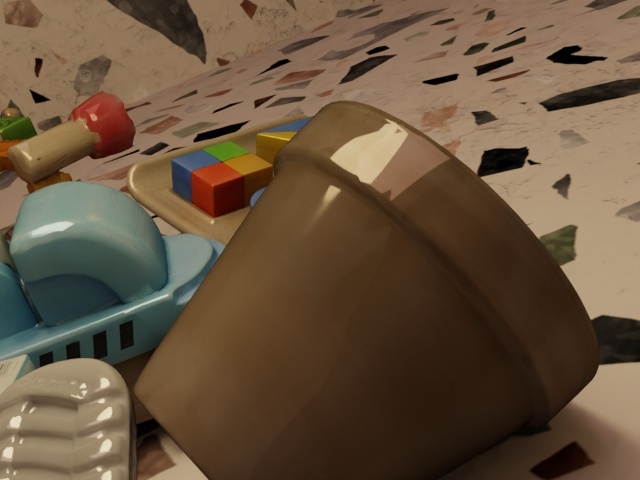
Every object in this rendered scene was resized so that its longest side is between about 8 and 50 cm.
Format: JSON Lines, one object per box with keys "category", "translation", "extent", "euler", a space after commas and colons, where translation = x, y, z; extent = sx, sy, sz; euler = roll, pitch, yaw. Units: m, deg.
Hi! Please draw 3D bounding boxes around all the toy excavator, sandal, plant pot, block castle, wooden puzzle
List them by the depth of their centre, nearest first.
{"category": "sandal", "translation": [-0.180, 0.266, 0.663], "extent": [0.169, 0.102, 0.416], "euler": [-10, 47, 16]}
{"category": "plant pot", "translation": [0.011, 0.095, 0.809], "extent": [0.280, 0.323, 0.323], "euler": [-42, 27, -12]}
{"category": "toy excavator", "translation": [-0.323, 0.020, 1.011], "extent": [0.433, 0.445, 0.222], "euler": [-20, 21, -3]}
{"category": "wooden puzzle", "translation": [-0.024, -0.066, 1.243], "extent": [0.322, 0.080, 0.348], "euler": [-22, 42, -36]}
{"category": "block castle", "translation": [-0.404, -0.059, 1.470], "extent": [0.453, 0.303, 0.213], "euler": [6, 32, 46]}

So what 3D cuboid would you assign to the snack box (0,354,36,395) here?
{"category": "snack box", "translation": [-0.410, 0.210, 0.847], "extent": [0.322, 0.060, 0.187], "euler": [-18, 20, 4]}
